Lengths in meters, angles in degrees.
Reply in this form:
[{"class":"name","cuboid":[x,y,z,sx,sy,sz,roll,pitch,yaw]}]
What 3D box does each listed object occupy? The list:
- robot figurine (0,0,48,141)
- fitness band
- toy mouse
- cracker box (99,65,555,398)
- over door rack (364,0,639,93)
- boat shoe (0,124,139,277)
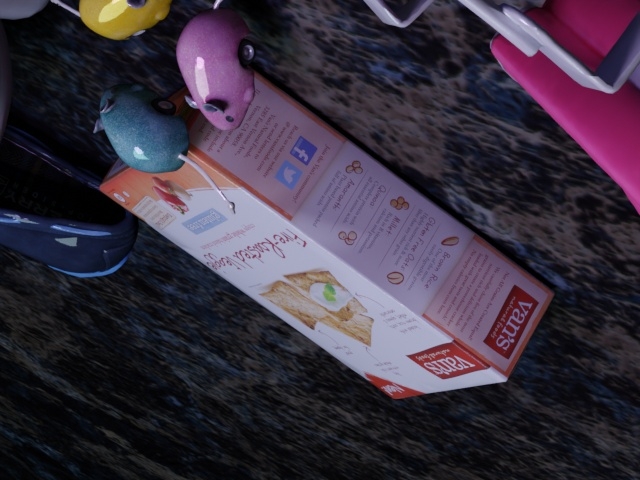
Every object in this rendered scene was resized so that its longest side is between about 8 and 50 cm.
[{"class":"robot figurine","cuboid":[-0.289,-0.088,1.046,0.353,0.300,0.199,-20,-91,-79]},{"class":"fitness band","cuboid":[0.158,0.005,0.716,0.209,0.054,0.291,48,-174,-26]},{"class":"toy mouse","cuboid":[-0.078,-0.077,0.992,0.161,0.031,0.143,-17,92,45]},{"class":"cracker box","cuboid":[0.000,0.000,1.128,0.232,0.067,0.156,35,161,-13]},{"class":"over door rack","cuboid":[-0.066,-0.125,0.651,0.324,0.108,0.239,23,-175,-18]},{"class":"boat shoe","cuboid":[-0.239,-0.063,1.320,0.258,0.109,0.089,18,156,-12]}]
